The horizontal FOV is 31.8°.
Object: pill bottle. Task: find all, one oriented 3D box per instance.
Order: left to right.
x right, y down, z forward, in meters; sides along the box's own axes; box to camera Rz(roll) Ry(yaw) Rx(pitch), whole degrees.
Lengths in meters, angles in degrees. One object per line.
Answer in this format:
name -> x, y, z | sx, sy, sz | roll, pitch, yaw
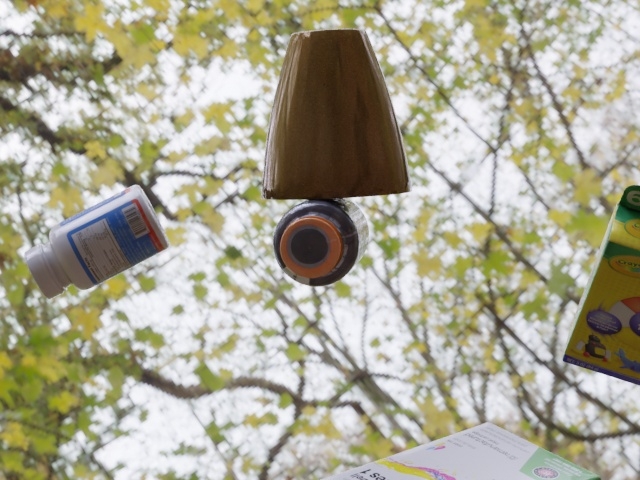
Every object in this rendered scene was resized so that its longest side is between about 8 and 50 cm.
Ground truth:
pill bottle -> -0.377, 0.008, 1.885 | 0.222, 0.124, 0.124 | -27, -40, -4
pill bottle -> 0.000, 0.000, 1.700 | 0.130, 0.130, 0.246 | -49, -2, 9

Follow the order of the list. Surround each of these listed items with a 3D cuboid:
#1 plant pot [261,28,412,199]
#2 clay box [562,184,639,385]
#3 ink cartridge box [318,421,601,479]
plant pot -> 0.017, -0.196, 1.747 | 0.237, 0.237, 0.254 | -8, -83, -35
clay box -> 0.304, 0.051, 1.005 | 0.222, 0.128, 0.053 | 92, -161, -52
ink cartridge box -> 0.140, 0.317, 1.238 | 0.278, 0.201, 0.117 | -13, -74, -28
